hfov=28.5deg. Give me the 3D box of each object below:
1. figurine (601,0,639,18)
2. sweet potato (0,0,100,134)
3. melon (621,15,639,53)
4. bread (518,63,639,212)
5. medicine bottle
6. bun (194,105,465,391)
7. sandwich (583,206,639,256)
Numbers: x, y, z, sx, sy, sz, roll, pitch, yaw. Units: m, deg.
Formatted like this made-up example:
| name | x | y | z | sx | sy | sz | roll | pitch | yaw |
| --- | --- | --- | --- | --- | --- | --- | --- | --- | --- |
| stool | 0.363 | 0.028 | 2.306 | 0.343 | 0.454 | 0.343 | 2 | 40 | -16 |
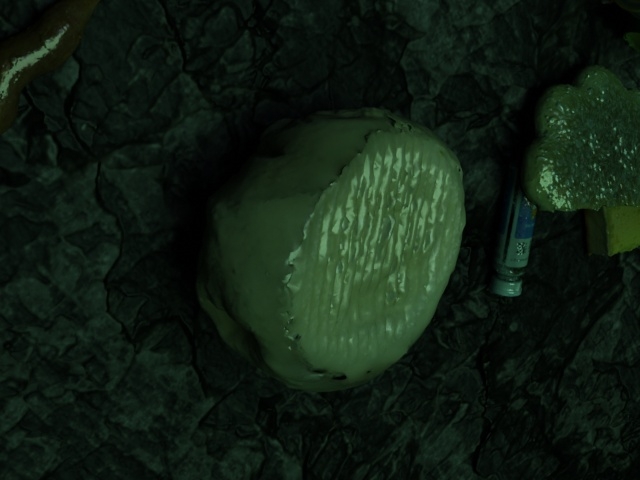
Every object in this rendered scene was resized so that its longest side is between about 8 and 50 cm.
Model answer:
| name | x | y | z | sx | sy | sz | roll | pitch | yaw |
| --- | --- | --- | --- | --- | --- | --- | --- | --- | --- |
| figurine | 0.356 | -0.388 | 1.577 | 0.275 | 0.158 | 0.161 | 16 | 139 | -42 |
| sweet potato | -0.295 | -0.179 | 1.254 | 0.218 | 0.051 | 0.065 | -51 | 127 | -8 |
| melon | 0.508 | -0.321 | 1.688 | 0.129 | 0.265 | 0.169 | 28 | 93 | -15 |
| bread | 0.384 | -0.140 | 1.735 | 0.286 | 0.056 | 0.207 | -8 | 92 | -35 |
| medicine bottle | 0.272 | -0.017 | 1.754 | 0.051 | 0.051 | 0.191 | -7 | 115 | -35 |
| bun | 0.000 | 0.000 | 1.459 | 0.360 | 0.211 | 0.359 | -22 | 121 | -41 |
| sandwich | 0.476 | -0.056 | 1.888 | 0.193 | 0.058 | 0.162 | -32 | 128 | -24 |
